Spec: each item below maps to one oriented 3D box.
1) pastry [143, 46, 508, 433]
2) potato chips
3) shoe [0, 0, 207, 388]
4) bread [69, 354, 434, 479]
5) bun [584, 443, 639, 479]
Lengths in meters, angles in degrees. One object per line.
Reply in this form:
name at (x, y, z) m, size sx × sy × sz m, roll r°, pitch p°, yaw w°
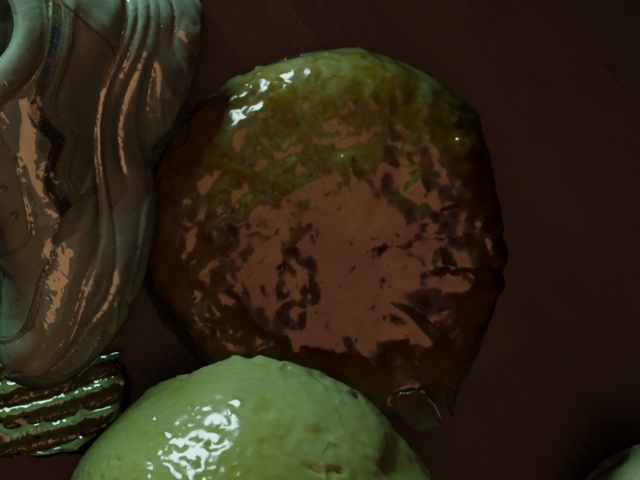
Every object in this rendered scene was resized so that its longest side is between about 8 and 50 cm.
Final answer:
pastry at (0.000, 0.000, 1.502) m, size 0.329 × 0.136 × 0.330 m, roll 0°, pitch 90°, yaw -2°
potato chips at (-0.260, 0.140, 1.542) m, size 0.207 × 0.028 × 0.092 m, roll -7°, pitch 90°, yaw -5°
shoe at (-0.232, -0.065, 1.430) m, size 0.210 × 0.132 × 0.342 m, roll 17°, pitch 83°, yaw -29°
bread at (-0.048, 0.254, 1.414) m, size 0.320 × 0.320 × 0.237 m, roll 45°, pitch 50°, yaw -4°
bun at (0.275, 0.300, 1.472) m, size 0.146 × 0.287 × 0.287 m, roll 22°, pitch 90°, yaw -18°
